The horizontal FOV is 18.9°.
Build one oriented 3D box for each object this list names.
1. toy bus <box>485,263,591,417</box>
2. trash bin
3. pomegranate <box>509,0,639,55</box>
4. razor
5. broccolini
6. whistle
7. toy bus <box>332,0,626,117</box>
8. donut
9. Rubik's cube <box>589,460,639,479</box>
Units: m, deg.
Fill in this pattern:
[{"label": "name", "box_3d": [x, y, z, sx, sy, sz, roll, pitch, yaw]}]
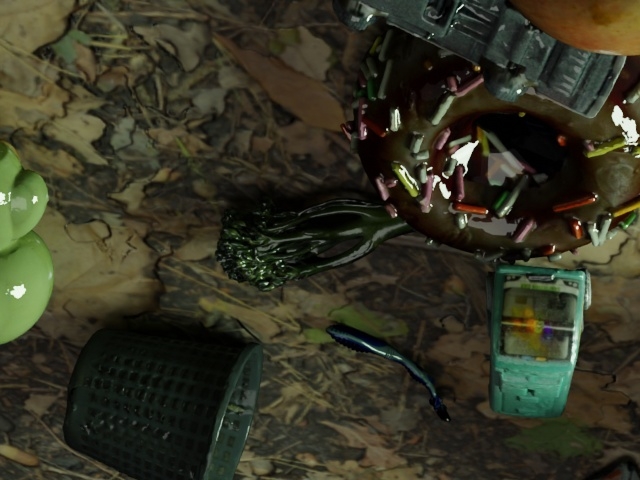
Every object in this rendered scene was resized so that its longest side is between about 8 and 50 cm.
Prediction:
[{"label": "toy bus", "box_3d": [0.185, 0.087, 1.670, 0.091, 0.109, 0.261, 3, 166, 7]}, {"label": "trash bin", "box_3d": [-0.154, 0.162, 1.832, 0.161, 0.175, 0.175, 15, 139, 10]}, {"label": "pomegranate", "box_3d": [0.194, -0.240, 1.255, 0.270, 0.252, 0.229, -11, 131, 39]}, {"label": "razor", "box_3d": [0.069, 0.117, 1.831, 0.154, 0.044, 0.028, 36, 102, -23]}, {"label": "broccolini", "box_3d": [0.006, -0.007, 1.695, 0.202, 0.068, 0.091, -10, 106, 7]}, {"label": "whistle", "box_3d": [-0.300, -0.033, 1.689, 0.141, 0.141, 0.294, 4, 106, 6]}, {"label": "toy bus", "box_3d": [0.099, -0.190, 1.393, 0.268, 0.106, 0.092, 26, 136, 5]}, {"label": "donut", "box_3d": [0.150, -0.085, 1.539, 0.270, 0.103, 0.269, 6, 139, 6]}, {"label": "Rubik's cube", "box_3d": [0.281, 0.380, 1.995, 0.228, 0.229, 0.233, -37, 85, -3]}]
